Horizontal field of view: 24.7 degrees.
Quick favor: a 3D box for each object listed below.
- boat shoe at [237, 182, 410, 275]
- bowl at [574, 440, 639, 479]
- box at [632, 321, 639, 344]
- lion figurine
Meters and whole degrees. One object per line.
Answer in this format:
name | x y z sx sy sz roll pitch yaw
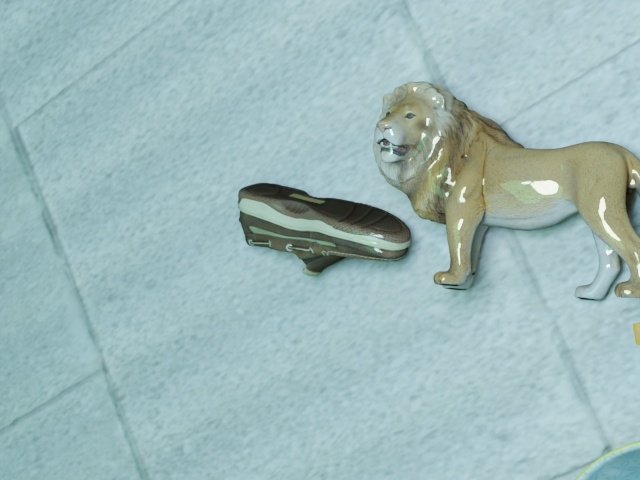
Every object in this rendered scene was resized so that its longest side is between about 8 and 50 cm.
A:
boat shoe | 0.005 -0.002 1.860 0.257 0.095 0.095 18 114 38
bowl | 0.404 0.345 1.551 0.290 0.156 0.289 0 90 33
box | 0.418 0.090 1.586 0.136 0.081 0.028 -11 84 33
lion figurine | 0.244 -0.058 1.687 0.392 0.142 0.240 5 85 19
